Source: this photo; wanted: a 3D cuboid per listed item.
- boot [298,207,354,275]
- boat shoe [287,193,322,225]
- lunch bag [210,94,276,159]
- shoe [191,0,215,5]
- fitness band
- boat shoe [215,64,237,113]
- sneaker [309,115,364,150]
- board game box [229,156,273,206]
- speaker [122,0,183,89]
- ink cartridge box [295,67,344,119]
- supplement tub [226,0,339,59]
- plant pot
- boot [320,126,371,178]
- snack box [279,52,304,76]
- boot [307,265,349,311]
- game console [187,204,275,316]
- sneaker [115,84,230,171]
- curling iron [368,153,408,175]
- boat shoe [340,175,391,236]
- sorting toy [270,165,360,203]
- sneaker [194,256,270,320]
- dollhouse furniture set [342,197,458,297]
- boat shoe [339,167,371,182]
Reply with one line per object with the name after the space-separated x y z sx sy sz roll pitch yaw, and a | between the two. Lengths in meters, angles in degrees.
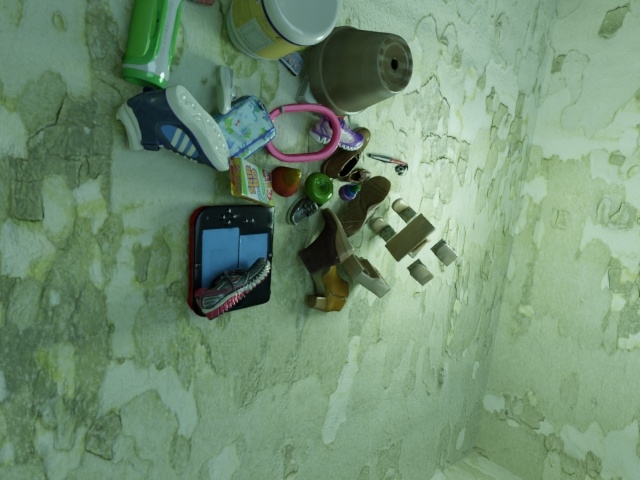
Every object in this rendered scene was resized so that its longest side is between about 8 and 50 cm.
0.000 0.000 1.788 0.207 0.248 0.090 -27 153 1 | boot
-0.040 -0.143 1.745 0.223 0.074 0.080 -46 125 -26 | boat shoe
-0.264 -0.361 1.457 0.219 0.090 0.176 -38 125 -17 | lunch bag
-0.349 -0.798 1.310 0.081 0.064 0.177 -7 111 -43 | shoe
-0.066 -0.390 1.604 0.291 0.054 0.208 -8 110 -17 | fitness band
-0.292 -0.472 1.394 0.063 0.066 0.184 6 56 -30 | boat shoe
0.078 -0.426 1.722 0.237 0.095 0.104 5 135 -30 | sneaker
-0.229 -0.193 1.488 0.259 0.039 0.123 11 73 -69 | board game box
-0.460 -0.578 1.215 0.131 0.131 0.296 9 94 -44 | speaker
0.060 -0.617 1.726 0.261 0.066 0.295 24 84 -42 | ink cartridge box
-0.128 -0.687 1.335 0.241 0.331 0.240 -6 101 -33 | supplement tub
0.162 -0.618 1.584 0.324 0.281 0.322 -10 105 -39 | plant pot
0.137 -0.359 1.829 0.305 0.115 0.112 -51 127 -23 | boot
-0.130 -0.669 1.567 0.178 0.022 0.064 36 76 -42 | snack box
0.055 0.166 1.906 0.211 0.104 0.294 11 95 -50 | boot
-0.305 0.064 1.565 0.342 0.060 0.385 -5 104 -42 | game console
-0.436 -0.299 1.294 0.322 0.237 0.130 56 24 -54 | sneaker
0.323 -0.359 2.052 0.274 0.035 0.068 11 92 -44 | curling iron
0.191 -0.144 1.945 0.341 0.123 0.123 -56 174 -23 | boat shoe
0.000 -0.218 1.669 0.366 0.126 0.126 7 76 -29 | sorting toy
-0.286 0.139 1.495 0.112 0.121 0.299 54 49 -5 | sneaker
0.308 0.031 1.932 0.394 0.362 0.257 -43 134 11 | dollhouse furniture set
0.161 -0.276 1.906 0.178 0.060 0.064 -11 108 -41 | boat shoe
